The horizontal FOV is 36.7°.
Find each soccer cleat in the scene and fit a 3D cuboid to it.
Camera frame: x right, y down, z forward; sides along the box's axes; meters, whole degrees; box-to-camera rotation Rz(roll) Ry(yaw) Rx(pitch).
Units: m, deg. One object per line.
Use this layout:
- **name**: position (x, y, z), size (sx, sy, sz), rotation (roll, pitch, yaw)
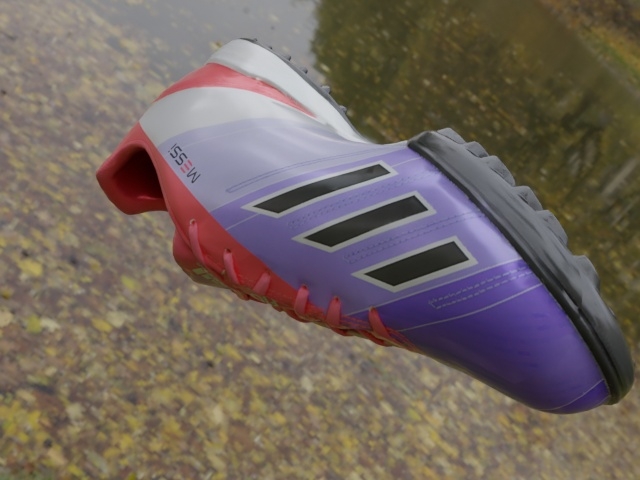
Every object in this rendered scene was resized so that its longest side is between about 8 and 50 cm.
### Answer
- **soccer cleat**: position (0.000, 0.000, 0.436), size (0.318, 0.116, 0.109), rotation (39, -18, 49)
